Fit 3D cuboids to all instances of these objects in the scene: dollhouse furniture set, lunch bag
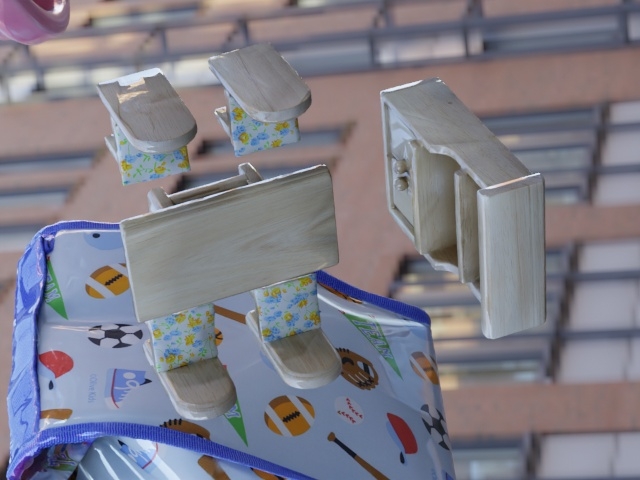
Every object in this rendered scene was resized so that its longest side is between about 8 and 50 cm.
[{"bbox_3d":[0.000,0.000,1.207,0.161,0.242,0.212,-127,26,-52],"label":"dollhouse furniture set"},{"bbox_3d":[-0.097,0.162,1.675,0.385,0.239,0.328,25,-151,-22],"label":"lunch bag"}]

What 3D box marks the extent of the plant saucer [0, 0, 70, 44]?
[{"bbox_3d":[-0.294,-0.289,1.400,0.332,0.084,0.332,-24,-90,-84],"label":"plant saucer"}]
